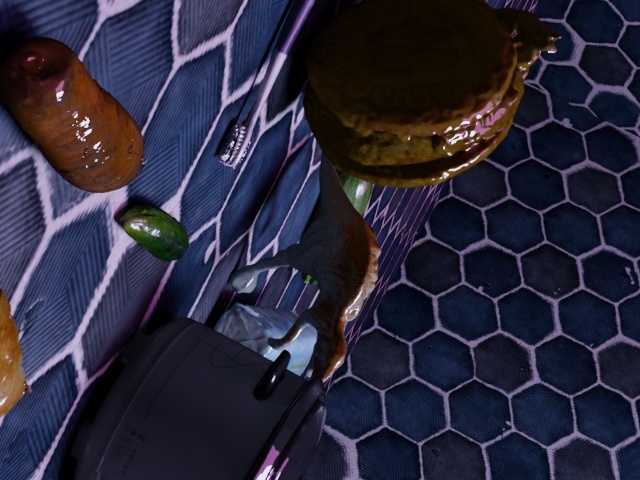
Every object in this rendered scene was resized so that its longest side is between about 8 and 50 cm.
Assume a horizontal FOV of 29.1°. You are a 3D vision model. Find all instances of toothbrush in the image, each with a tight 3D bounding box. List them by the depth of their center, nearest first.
[{"bbox_3d":[-0.029,-0.199,1.164,0.288,0.024,0.026,-63,157,9],"label":"toothbrush"}]

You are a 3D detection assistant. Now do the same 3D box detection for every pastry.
[{"bbox_3d":[0.099,-0.167,1.318,0.235,0.240,0.132,-42,147,-28],"label":"pastry"}]

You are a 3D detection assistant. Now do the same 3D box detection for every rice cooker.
[{"bbox_3d":[-0.110,0.217,1.267,0.280,0.227,0.241,-67,170,26],"label":"rice cooker"}]

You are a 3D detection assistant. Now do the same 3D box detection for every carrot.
[{"bbox_3d":[-0.149,-0.071,0.746,0.060,0.060,0.186,-61,169,-8],"label":"carrot"}]

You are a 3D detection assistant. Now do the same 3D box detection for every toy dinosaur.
[{"bbox_3d":[0.000,0.000,1.466,0.205,0.092,0.392,-14,-129,49],"label":"toy dinosaur"}]

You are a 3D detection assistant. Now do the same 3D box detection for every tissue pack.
[{"bbox_3d":[-0.094,0.175,1.605,0.177,0.089,0.263,-55,166,3],"label":"tissue pack"}]

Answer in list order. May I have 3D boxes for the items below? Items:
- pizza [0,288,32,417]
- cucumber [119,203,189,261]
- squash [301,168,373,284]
[{"bbox_3d":[-0.242,0.097,0.715,0.134,0.056,0.271,-63,170,21],"label":"pizza"},{"bbox_3d":[-0.138,-0.005,1.068,0.039,0.039,0.168,-62,169,-6],"label":"cucumber"},{"bbox_3d":[0.022,-0.029,1.811,0.077,0.068,0.219,-80,-168,-63],"label":"squash"}]
